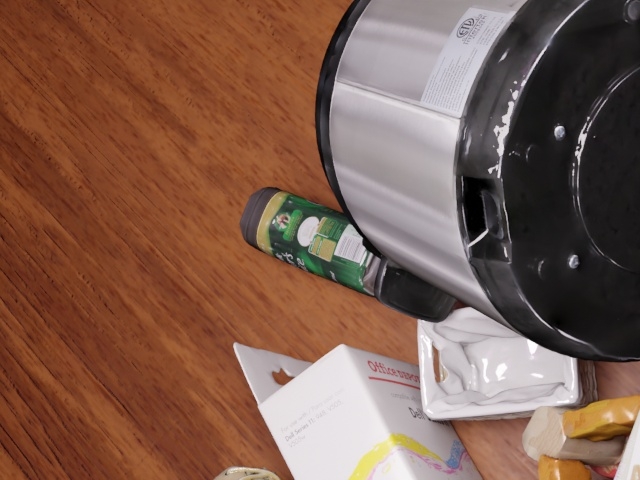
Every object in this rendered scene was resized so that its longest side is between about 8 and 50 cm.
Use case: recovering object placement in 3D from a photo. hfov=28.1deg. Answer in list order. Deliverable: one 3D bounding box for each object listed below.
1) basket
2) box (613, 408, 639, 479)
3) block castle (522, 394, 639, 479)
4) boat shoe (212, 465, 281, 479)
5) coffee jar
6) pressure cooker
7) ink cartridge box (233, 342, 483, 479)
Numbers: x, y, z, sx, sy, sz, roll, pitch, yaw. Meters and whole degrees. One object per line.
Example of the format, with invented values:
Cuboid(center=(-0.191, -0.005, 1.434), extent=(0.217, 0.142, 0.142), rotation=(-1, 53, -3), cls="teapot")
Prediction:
Cuboid(center=(0.198, 0.128, 1.337), extent=(0.167, 0.103, 0.113), rotation=(-10, 74, 25), cls="basket")
Cuboid(center=(0.318, 0.102, 1.035), extent=(0.063, 0.067, 0.323), rotation=(22, 93, 54), cls="box")
Cuboid(center=(0.372, 0.335, 1.125), extent=(0.303, 0.213, 0.453), rotation=(-26, 61, 44), cls="block castle")
Cuboid(center=(-0.089, 0.294, 1.412), extent=(0.302, 0.109, 0.098), rotation=(-31, 51, 51), cls="boat shoe")
Cuboid(center=(0.000, 0.000, 1.475), extent=(0.184, 0.096, 0.079), rotation=(22, 87, 31), cls="coffee jar")
Cuboid(center=(0.200, -0.115, 1.206), extent=(0.370, 0.375, 0.420), rotation=(-29, 25, -17), cls="pressure cooker")
Cuboid(center=(0.069, 0.233, 1.322), extent=(0.119, 0.207, 0.353), rotation=(-37, 65, 16), cls="ink cartridge box")
